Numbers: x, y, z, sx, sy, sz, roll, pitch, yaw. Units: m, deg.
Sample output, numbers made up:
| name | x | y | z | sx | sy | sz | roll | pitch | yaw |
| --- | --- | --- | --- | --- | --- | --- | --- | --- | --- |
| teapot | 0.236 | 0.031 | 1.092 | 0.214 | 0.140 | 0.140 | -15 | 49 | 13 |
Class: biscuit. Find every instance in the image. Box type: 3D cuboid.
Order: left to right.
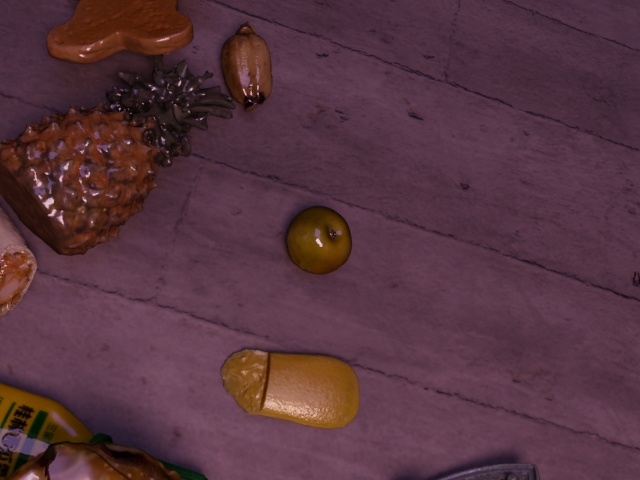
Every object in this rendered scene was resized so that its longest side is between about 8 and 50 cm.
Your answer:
| name | x | y | z | sx | sy | sz | roll | pitch | yaw |
| --- | --- | --- | --- | --- | --- | --- | --- | --- | --- |
| biscuit | -0.254 | -0.353 | 1.087 | 0.216 | 0.047 | 0.339 | -5 | 47 | -1 |

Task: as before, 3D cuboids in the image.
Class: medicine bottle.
| name | x | y | z | sx | sy | sz | roll | pitch | yaw |
| --- | --- | --- | --- | --- | --- | --- | --- | --- | --- |
| medicine bottle | -0.268 | 0.229 | 0.803 | 0.309 | 0.076 | 0.111 | 19 | 68 | -6 |

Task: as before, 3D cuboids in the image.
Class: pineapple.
| name | x | y | z | sx | sy | sz | roll | pitch | yaw |
| --- | --- | --- | --- | --- | --- | --- | --- | --- | --- |
| pineapple | -0.231 | -0.129 | 0.957 | 0.169 | 0.169 | 0.340 | 41 | 56 | 8 |

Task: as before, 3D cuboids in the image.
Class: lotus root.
| name | x | y | z | sx | sy | sz | roll | pitch | yaw |
| --- | --- | --- | --- | --- | --- | --- | --- | --- | --- |
| lotus root | -0.105 | -0.250 | 1.098 | 0.072 | 0.063 | 0.151 | -8 | 70 | 11 |

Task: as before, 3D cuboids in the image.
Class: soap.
| name | x | y | z | sx | sy | sz | roll | pitch | yaw |
| --- | --- | --- | --- | --- | --- | --- | --- | --- | --- |
| soap | -0.035 | 0.177 | 0.915 | 0.169 | 0.033 | 0.089 | 7 | 60 | -11 |

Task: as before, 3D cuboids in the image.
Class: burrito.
| name | x | y | z | sx | sy | sz | roll | pitch | yaw |
| --- | --- | --- | --- | --- | --- | --- | --- | --- | --- |
| burrito | -0.403 | -0.026 | 0.900 | 0.226 | 0.087 | 0.060 | 55 | 26 | 19 |

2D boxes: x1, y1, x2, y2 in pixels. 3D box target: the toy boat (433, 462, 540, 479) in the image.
| name | x | y | z | sx | sy | sz | roll | pitch | yaw |
| --- | --- | --- | --- | --- | --- | --- | --- | --- | --- |
| toy boat | 0.115 | 0.316 | 0.824 | 0.320 | 0.141 | 0.092 | -20 | 107 | -25 |

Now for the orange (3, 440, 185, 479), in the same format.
| name | x | y | z | sx | sy | sz | roll | pitch | yaw |
| --- | --- | --- | --- | --- | --- | --- | --- | --- | --- |
| orange | -0.206 | 0.376 | 0.666 | 0.271 | 0.210 | 0.368 | 10 | 60 | -17 |

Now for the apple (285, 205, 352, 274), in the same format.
| name | x | y | z | sx | sy | sz | roll | pitch | yaw |
| --- | --- | --- | --- | --- | --- | --- | --- | --- | --- |
| apple | 0.000 | 0.000 | 0.993 | 0.090 | 0.074 | 0.089 | 11 | 68 | -31 |
